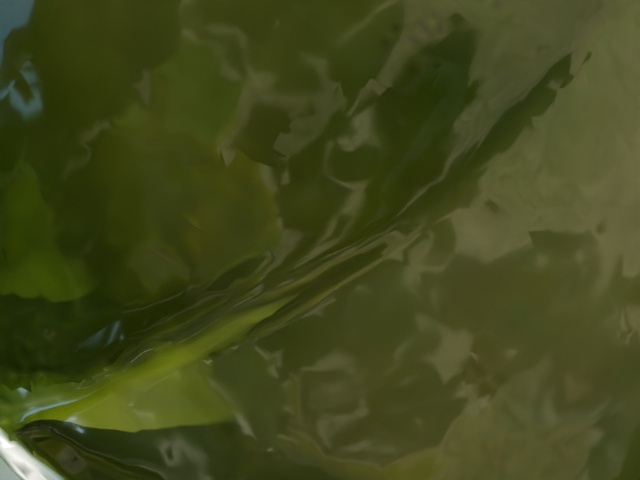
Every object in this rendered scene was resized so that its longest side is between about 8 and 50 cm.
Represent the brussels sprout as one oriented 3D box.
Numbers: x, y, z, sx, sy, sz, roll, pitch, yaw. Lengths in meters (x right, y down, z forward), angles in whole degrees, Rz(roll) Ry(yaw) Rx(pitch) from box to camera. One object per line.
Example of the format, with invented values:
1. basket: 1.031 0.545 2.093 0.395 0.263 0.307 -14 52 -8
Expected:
1. brussels sprout: -0.002 -0.001 0.446 0.227 0.259 0.294 30 -105 -23
